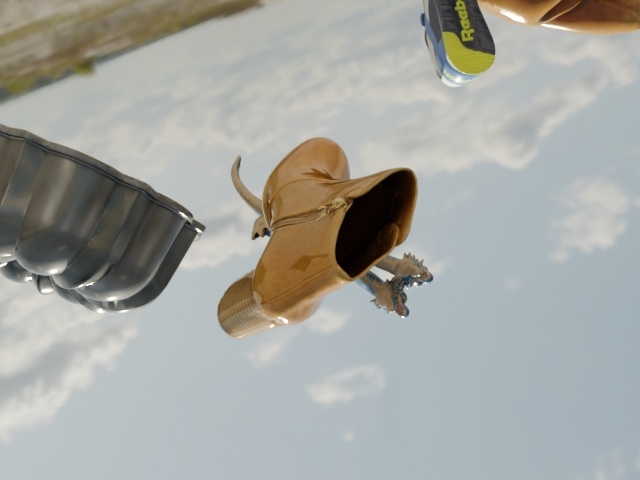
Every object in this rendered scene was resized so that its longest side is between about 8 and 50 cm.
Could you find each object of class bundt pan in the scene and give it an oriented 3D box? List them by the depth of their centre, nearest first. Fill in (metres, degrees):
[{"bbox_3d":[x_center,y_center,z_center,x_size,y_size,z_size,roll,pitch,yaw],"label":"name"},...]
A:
[{"bbox_3d":[-0.297,-0.015,1.351,0.331,0.330,0.124,-2,-115,60],"label":"bundt pan"}]

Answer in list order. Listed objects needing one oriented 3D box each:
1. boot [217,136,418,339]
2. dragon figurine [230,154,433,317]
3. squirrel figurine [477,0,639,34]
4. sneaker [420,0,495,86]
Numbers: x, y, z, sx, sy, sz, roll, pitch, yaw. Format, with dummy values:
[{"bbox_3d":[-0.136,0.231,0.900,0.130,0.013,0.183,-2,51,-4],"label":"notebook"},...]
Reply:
[{"bbox_3d":[0.023,-0.031,1.236,0.211,0.104,0.295,-29,-155,44],"label":"boot"},{"bbox_3d":[0.000,0.000,1.485,0.289,0.144,0.085,28,-94,41],"label":"dragon figurine"},{"bbox_3d":[0.168,-0.344,1.217,0.396,0.281,0.370,3,-170,4],"label":"squirrel figurine"},{"bbox_3d":[0.107,-0.194,1.050,0.053,0.144,0.059,-2,162,-9],"label":"sneaker"}]
